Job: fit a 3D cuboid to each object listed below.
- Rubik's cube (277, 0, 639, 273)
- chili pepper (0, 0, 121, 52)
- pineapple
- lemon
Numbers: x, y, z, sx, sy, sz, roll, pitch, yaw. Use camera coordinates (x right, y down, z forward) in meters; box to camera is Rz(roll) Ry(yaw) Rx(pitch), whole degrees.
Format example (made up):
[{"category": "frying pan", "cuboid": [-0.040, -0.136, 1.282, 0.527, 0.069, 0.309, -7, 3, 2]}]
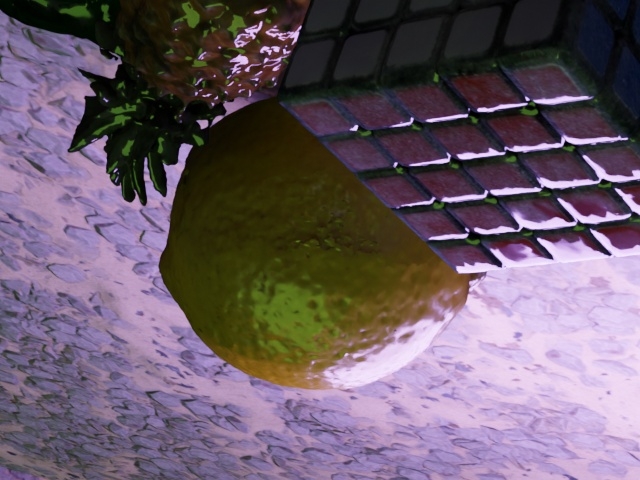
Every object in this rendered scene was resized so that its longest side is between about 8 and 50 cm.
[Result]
[{"category": "Rubik's cube", "cuboid": [0.152, -0.139, 1.085, 0.238, 0.237, 0.237, -4, 145, 39]}, {"category": "chili pepper", "cuboid": [-0.222, -0.208, 1.381, 0.224, 0.061, 0.098, 13, 160, 6]}, {"category": "pineapple", "cuboid": [-0.107, -0.148, 1.274, 0.169, 0.169, 0.340, 23, 145, -10]}, {"category": "lemon", "cuboid": [-0.002, 0.000, 1.415, 0.293, 0.293, 0.293, 14, 154, 7]}]
